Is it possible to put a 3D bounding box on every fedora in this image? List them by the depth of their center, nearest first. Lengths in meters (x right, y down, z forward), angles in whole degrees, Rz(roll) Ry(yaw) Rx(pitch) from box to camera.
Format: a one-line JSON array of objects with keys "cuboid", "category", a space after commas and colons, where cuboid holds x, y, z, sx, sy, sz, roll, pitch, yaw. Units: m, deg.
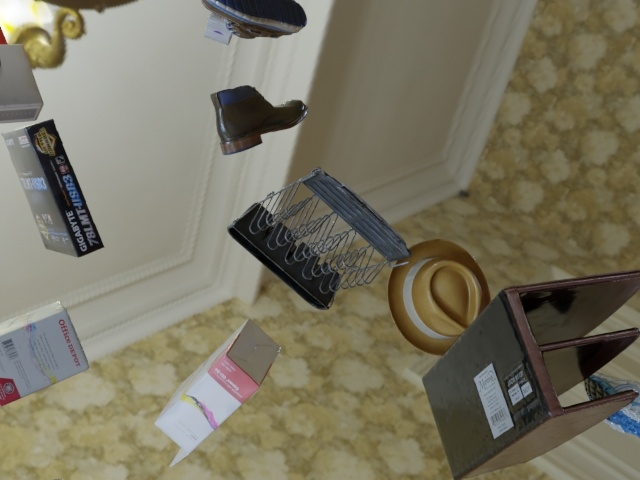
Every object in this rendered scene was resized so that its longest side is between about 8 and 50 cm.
[{"cuboid": [0.202, 0.091, 1.310, 0.194, 0.194, 0.079, -51, 10, -13], "category": "fedora"}]

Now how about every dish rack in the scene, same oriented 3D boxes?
[{"cuboid": [0.000, 0.000, 1.207, 0.074, 0.208, 0.271, -57, 17, -25], "category": "dish rack"}]

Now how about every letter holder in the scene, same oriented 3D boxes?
[{"cuboid": [0.289, 0.175, 1.034, 0.214, 0.152, 0.302, -8, -26, -17], "category": "letter holder"}]

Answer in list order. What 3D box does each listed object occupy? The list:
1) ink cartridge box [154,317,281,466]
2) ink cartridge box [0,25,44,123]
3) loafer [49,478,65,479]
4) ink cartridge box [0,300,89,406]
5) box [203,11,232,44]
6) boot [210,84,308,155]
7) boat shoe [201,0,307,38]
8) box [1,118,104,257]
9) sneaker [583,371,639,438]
[{"cuboid": [-0.152, 0.210, 1.130, 0.198, 0.067, 0.115, -45, 5, 22], "category": "ink cartridge box"}, {"cuboid": [-0.685, -0.325, 1.473, 0.296, 0.261, 0.066, -12, -19, -38], "category": "ink cartridge box"}, {"cuboid": [-0.463, 0.483, 1.475, 0.112, 0.111, 0.319, -20, -13, -25], "category": "loafer"}, {"cuboid": [-0.554, 0.211, 1.574, 0.176, 0.127, 0.128, -22, -76, -20], "category": "ink cartridge box"}, {"cuboid": [-0.204, -0.605, 1.979, 0.063, 0.067, 0.324, 120, 166, -54], "category": "box"}, {"cuboid": [-0.103, -0.235, 1.430, 0.219, 0.082, 0.106, -38, -62, -45], "category": "boot"}, {"cuboid": [-0.103, -0.321, 1.176, 0.183, 0.066, 0.066, 7, -26, -44], "category": "boat shoe"}, {"cuboid": [-0.603, -0.116, 1.828, 0.073, 0.295, 0.293, -27, -73, -27], "category": "box"}, {"cuboid": [0.422, 0.212, 1.061, 0.083, 0.190, 0.071, -30, -65, -14], "category": "sneaker"}]
